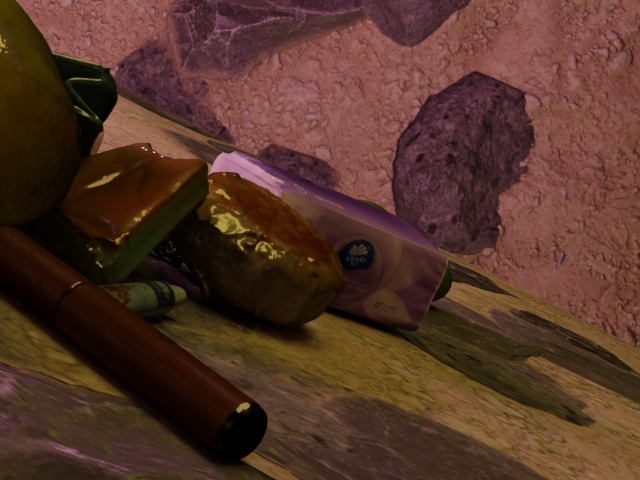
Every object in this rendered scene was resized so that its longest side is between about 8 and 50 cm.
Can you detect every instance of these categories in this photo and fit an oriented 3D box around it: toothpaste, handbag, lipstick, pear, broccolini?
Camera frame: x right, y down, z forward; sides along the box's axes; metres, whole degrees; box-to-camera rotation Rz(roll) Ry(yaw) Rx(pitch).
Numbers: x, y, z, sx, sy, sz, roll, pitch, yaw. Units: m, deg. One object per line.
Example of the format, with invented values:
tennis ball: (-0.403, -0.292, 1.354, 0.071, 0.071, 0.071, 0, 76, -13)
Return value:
toothpaste: (-0.200, 0.063, 1.281, 0.062, 0.037, 0.216, 28, 13, 23)
handbag: (-0.411, -0.157, 1.564, 0.274, 0.100, 0.268, 18, -23, -18)
lipstick: (-0.183, 0.083, 1.103, 0.356, 0.057, 0.057, 30, 8, 35)
pear: (-0.390, -0.145, 1.308, 0.269, 0.269, 0.321, 32, -5, 43)
broccolini: (-0.242, 0.000, 1.659, 0.139, 0.030, 0.035, 19, 44, -10)

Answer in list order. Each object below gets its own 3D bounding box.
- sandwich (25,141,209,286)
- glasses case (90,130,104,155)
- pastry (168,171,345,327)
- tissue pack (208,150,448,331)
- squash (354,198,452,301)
sandwich: (-0.216, -0.045, 1.457, 0.212, 0.063, 0.245, -21, 33, -29)
glasses case: (-0.525, -0.221, 2.064, 0.336, 0.076, 0.144, 23, 7, -18)
pastry: (-0.084, 0.018, 1.599, 0.236, 0.121, 0.257, 45, 17, 27)
tissue pack: (0.000, 0.000, 1.914, 0.338, 0.160, 0.242, 20, 9, -34)
squash: (0.128, 0.025, 2.238, 0.107, 0.107, 0.395, 31, -5, 38)
